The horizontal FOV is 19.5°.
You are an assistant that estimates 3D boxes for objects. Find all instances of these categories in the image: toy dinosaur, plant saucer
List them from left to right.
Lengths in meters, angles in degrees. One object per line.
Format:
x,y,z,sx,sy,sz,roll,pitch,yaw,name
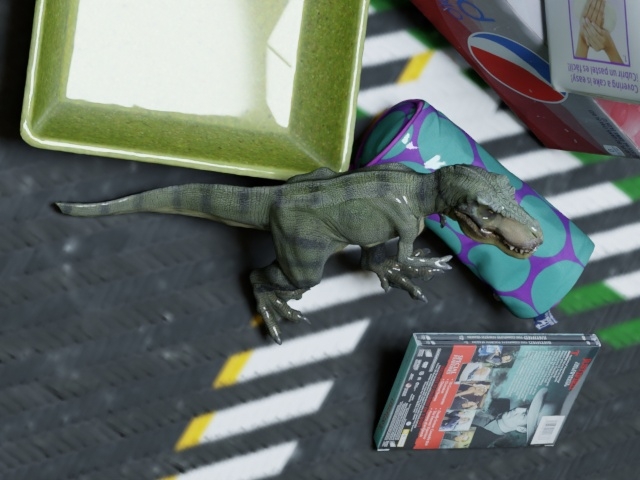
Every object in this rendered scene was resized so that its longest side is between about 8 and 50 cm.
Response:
-0.067,-0.134,1.027,0.188,0.045,0.188,7,91,-21,plant saucer
0.000,0.000,1.026,0.118,0.268,0.064,63,31,-50,toy dinosaur

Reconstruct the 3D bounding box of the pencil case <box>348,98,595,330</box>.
0.087,-0.016,1.086,0.151,0.064,0.070,40,121,-18,pencil case

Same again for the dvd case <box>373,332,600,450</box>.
0.098,0.090,1.101,0.119,0.013,0.087,2,130,-20,dvd case

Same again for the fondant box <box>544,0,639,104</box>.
0.226,-0.256,0.984,0.238,0.096,0.330,-16,107,-30,fondant box

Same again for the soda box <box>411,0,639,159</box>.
0.103,-0.156,1.036,0.263,0.092,0.083,43,73,-33,soda box
